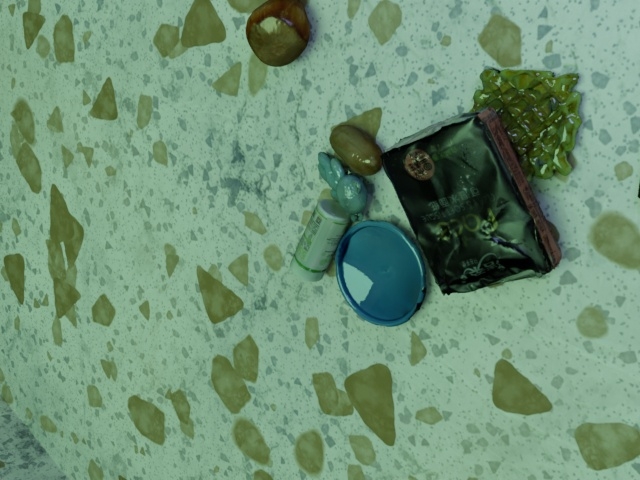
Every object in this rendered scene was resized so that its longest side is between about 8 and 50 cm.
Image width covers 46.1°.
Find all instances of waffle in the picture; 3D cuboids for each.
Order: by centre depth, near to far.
[{"bbox_3d":[0.365,-0.210,1.383,0.223,0.054,0.204,14,110,38],"label":"waffle"}]

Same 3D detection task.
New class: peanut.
[{"bbox_3d":[0.076,-0.196,1.621,0.152,0.076,0.076,45,126,29],"label":"peanut"}]

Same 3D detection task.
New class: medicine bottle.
[{"bbox_3d":[0.000,0.000,1.727,0.086,0.086,0.183,42,125,25],"label":"medicine bottle"}]

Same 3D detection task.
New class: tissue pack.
[{"bbox_3d":[0.280,-0.065,1.407,0.245,0.123,0.332,-16,106,44],"label":"tissue pack"}]

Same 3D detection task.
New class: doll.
[{"bbox_3d":[0.055,-0.131,1.667,0.120,0.075,0.180,82,164,-48],"label":"doll"}]

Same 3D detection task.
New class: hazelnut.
[{"bbox_3d":[-0.090,-0.468,1.666,0.150,0.150,0.150,11,108,38],"label":"hazelnut"}]

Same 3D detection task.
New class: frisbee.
[{"bbox_3d":[0.135,0.071,1.656,0.242,0.045,0.242,11,107,38],"label":"frisbee"}]

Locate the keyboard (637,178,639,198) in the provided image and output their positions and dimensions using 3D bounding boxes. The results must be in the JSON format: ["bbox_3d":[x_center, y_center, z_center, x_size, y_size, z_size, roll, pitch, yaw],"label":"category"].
[{"bbox_3d":[0.576,-0.174,1.233,0.094,0.025,0.230,13,109,36],"label":"keyboard"}]
